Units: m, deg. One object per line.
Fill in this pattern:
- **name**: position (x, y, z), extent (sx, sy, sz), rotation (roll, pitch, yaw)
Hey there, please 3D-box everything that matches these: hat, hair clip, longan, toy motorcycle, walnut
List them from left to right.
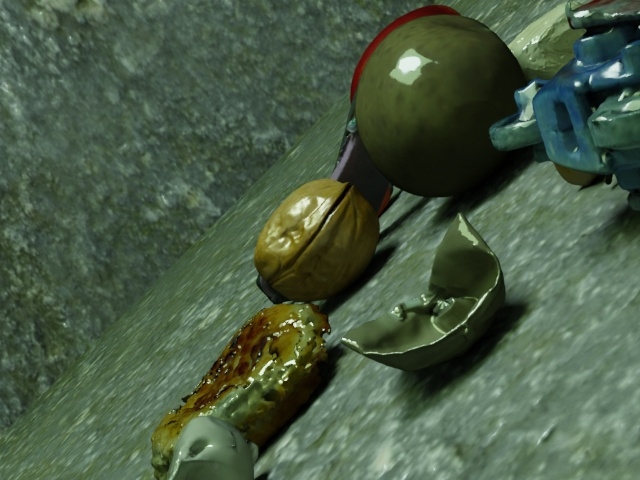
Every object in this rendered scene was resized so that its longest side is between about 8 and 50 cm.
- **walnut**: position (0.000, 0.000, 2.159), extent (0.180, 0.144, 0.144), rotation (-53, 6, 19)
- **hair clip**: position (0.027, -0.059, 2.251), extent (0.110, 0.095, 0.359), rotation (-26, -38, -62)
- **longan**: position (0.154, -0.169, 2.037), extent (0.215, 0.246, 0.246), rotation (4, -26, -38)
- **hat**: position (0.123, 0.078, 1.587), extent (0.166, 0.144, 0.173), rotation (-45, -35, 2)
- **toy motorcycle**: position (0.303, -0.114, 1.423), extent (0.319, 0.241, 0.182), rotation (-167, 82, -73)

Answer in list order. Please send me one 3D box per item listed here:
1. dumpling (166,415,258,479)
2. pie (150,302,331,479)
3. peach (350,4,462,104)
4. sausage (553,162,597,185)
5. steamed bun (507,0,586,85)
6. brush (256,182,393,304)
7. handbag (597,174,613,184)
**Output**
- **dumpling**: position (-0.121, 0.257, 1.688), extent (0.176, 0.092, 0.150), rotation (-102, 36, -79)
- **pie**: position (-0.100, 0.186, 1.943), extent (0.308, 0.085, 0.308), rotation (-42, 10, 10)
- **peach**: position (0.146, -0.214, 2.318), extent (0.243, 0.199, 0.243), rotation (-44, 1, 1)
- **sausage**: position (0.351, -0.179, 1.703), extent (0.301, 0.066, 0.066), rotation (-44, 9, -13)
- **steamed bun**: position (0.302, -0.240, 2.096), extent (0.130, 0.091, 0.112), rotation (-41, 13, -2)
- **brush**: position (0.034, -0.031, 2.397), extent (0.323, 0.070, 0.051), rotation (-45, 13, -13)
- **handbag**: position (0.307, -0.102, 1.590), extent (0.111, 0.047, 0.072), rotation (-41, 15, 20)
